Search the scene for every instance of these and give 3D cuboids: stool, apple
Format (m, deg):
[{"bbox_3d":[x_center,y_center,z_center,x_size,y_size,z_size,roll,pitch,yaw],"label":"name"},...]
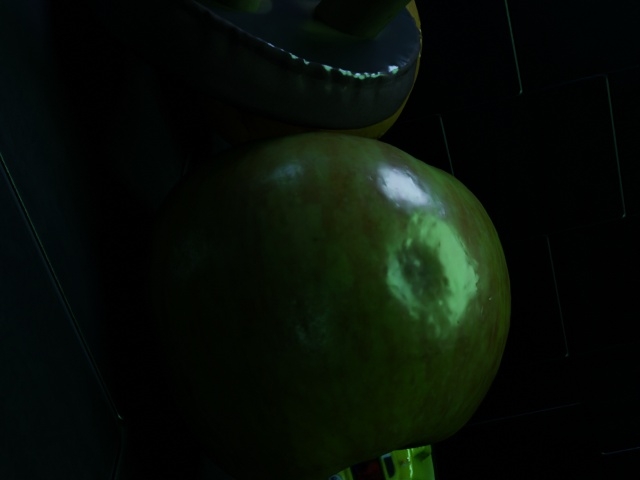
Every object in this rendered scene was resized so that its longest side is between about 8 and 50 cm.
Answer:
[{"bbox_3d":[-0.026,-0.220,0.778,0.272,0.272,0.178,-92,-155,-56],"label":"stool"},{"bbox_3d":[0.003,0.055,0.778,0.264,0.264,0.264,-13,90,-83],"label":"apple"}]

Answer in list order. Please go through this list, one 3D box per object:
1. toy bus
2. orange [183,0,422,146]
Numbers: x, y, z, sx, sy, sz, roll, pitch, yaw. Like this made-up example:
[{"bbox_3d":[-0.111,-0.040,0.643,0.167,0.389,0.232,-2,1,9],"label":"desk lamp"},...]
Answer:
[{"bbox_3d":[0.044,0.223,1.190,0.262,0.150,0.128,53,24,-72],"label":"toy bus"},{"bbox_3d":[-0.022,-0.189,1.045,0.240,0.240,0.240,-13,90,-83],"label":"orange"}]
